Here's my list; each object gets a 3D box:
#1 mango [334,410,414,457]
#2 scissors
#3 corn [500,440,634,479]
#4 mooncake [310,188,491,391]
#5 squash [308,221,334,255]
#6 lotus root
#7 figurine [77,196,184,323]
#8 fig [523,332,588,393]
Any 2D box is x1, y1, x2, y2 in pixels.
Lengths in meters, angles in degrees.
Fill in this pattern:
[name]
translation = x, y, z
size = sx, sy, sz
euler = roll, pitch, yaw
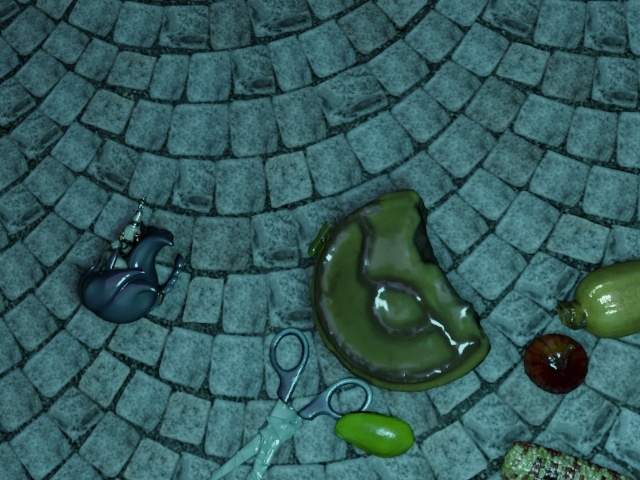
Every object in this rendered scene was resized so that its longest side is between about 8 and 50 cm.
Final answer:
[mango]
translation = 0.110, 0.397, 1.774
size = 0.165, 0.074, 0.091
euler = 7, 99, 5
[scissors]
translation = -0.093, 0.392, 1.841
size = 0.256, 0.029, 0.383
euler = 38, 84, 17
[corn]
translation = 0.496, 0.471, 1.693
size = 0.290, 0.098, 0.098
euler = 18, 78, 12
[mooncake]
translation = 0.181, 0.110, 1.772
size = 0.394, 0.246, 0.393
euler = 24, 86, 18
[squash]
translation = 0.000, 0.000, 1.936
size = 0.027, 0.027, 0.083
euler = 31, 83, 15
[lotus root]
translation = 0.625, 0.114, 1.753
size = 0.303, 0.131, 0.146
euler = -16, 74, 1
[figurine]
translation = -0.414, 0.057, 1.915
size = 0.197, 0.175, 0.265
euler = 42, 92, 12
[fig]
translation = 0.485, 0.248, 1.743
size = 0.128, 0.150, 0.128
euler = 0, 90, -27
